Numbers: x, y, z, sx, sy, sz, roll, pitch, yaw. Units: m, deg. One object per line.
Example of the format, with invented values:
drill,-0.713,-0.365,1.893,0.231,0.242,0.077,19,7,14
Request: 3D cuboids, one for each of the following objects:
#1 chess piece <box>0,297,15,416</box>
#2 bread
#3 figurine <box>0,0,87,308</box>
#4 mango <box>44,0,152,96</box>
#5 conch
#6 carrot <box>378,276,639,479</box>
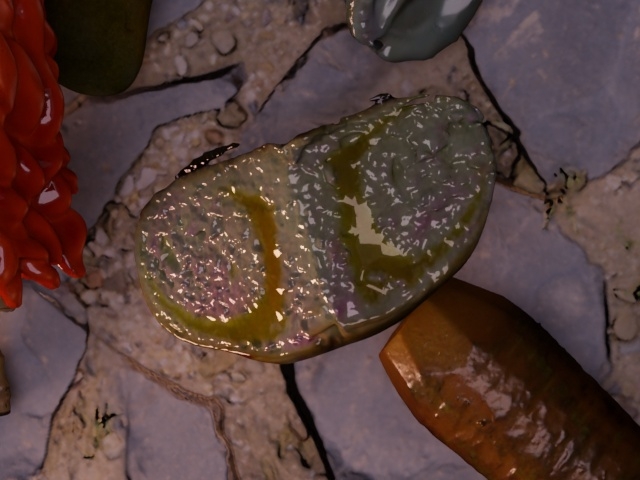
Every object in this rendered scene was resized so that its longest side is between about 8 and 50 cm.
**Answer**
chess piece,-0.257,0.046,1.269,0.060,0.060,0.172,6,92,6
bread,0.014,-0.004,1.177,0.260,0.156,0.158,-19,84,34
figurine,-0.336,-0.041,1.142,0.411,0.241,0.306,-36,84,19
mango,-0.175,-0.238,1.213,0.133,0.111,0.268,-6,98,-4
conch,0.066,-0.217,1.192,0.116,0.106,0.173,2,113,-13
carrot,0.176,0.151,1.196,0.302,0.114,0.114,41,97,0
